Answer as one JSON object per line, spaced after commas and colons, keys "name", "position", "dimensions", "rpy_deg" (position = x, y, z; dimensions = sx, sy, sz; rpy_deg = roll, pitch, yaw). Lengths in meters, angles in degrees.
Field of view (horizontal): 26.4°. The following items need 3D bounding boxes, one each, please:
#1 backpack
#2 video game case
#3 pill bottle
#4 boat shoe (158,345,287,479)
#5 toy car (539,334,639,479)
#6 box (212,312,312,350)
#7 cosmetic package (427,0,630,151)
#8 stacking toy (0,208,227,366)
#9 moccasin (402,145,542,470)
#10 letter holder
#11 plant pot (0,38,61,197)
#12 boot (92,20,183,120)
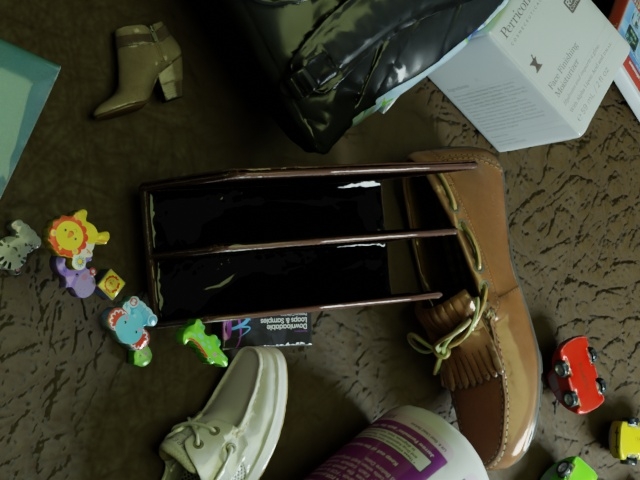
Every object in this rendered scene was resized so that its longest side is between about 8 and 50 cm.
{"name": "backpack", "position": [0.052, -0.300, 1.489], "dimensions": [0.355, 0.273, 0.290], "rpy_deg": [-33, 104, -8]}
{"name": "video game case", "position": [0.461, -0.315, 1.839], "dimensions": [0.204, 0.025, 0.285], "rpy_deg": [44, 63, -46]}
{"name": "pill bottle", "position": [0.032, 0.323, 1.462], "dimensions": [0.301, 0.169, 0.169], "rpy_deg": [-34, 105, -32]}
{"name": "boat shoe", "position": [-0.120, 0.227, 1.411], "dimensions": [0.096, 0.098, 0.277], "rpy_deg": [30, 73, -30]}
{"name": "toy car", "position": [0.331, 0.269, 1.738], "dimensions": [0.239, 0.053, 0.225], "rpy_deg": [43, 66, -23]}
{"name": "box", "position": [-0.066, 0.038, 1.501], "dimensions": [0.116, 0.029, 0.162], "rpy_deg": [0, 86, -33]}
{"name": "cosmetic package", "position": [0.241, -0.228, 1.648], "dimensions": [0.183, 0.151, 0.151], "rpy_deg": [43, 64, -24]}
{"name": "stacking toy", "position": [-0.210, 0.057, 1.319], "dimensions": [0.221, 0.167, 0.052], "rpy_deg": [46, 64, -24]}
{"name": "moccasin", "position": [0.165, 0.078, 1.587], "dimensions": [0.147, 0.139, 0.380], "rpy_deg": [-6, 90, -33]}
{"name": "letter holder", "position": [0.000, 0.000, 1.400], "dimensions": [0.302, 0.214, 0.152], "rpy_deg": [-4, 88, -33]}
{"name": "plant pot", "position": [-0.389, -0.125, 1.218], "dimensions": [0.234, 0.165, 0.165], "rpy_deg": [28, 72, -22]}
{"name": "boot", "position": [-0.197, -0.180, 1.424], "dimensions": [0.118, 0.042, 0.087], "rpy_deg": [-21, 92, -34]}
